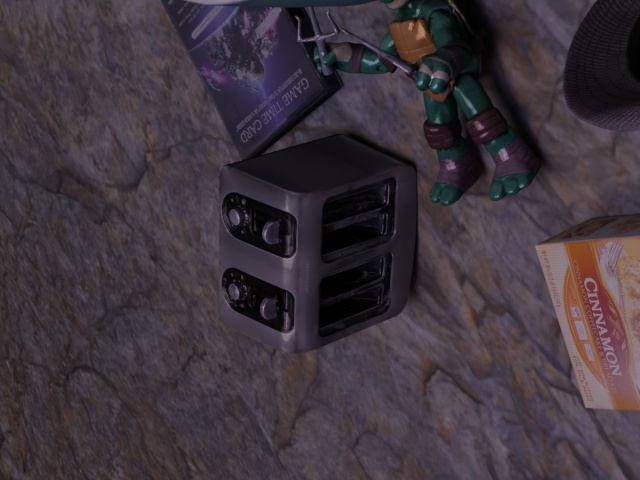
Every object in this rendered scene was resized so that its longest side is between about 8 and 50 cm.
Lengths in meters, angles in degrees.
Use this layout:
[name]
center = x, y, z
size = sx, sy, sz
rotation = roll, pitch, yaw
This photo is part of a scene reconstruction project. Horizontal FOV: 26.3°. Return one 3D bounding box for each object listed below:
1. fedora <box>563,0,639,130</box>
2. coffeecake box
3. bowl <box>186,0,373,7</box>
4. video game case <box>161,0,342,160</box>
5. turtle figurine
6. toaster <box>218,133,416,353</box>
[fedora]
center = 0.286, -0.122, 0.775
size = 0.275, 0.243, 0.124
rotation = -35, 112, 26
[coffeecake box]
center = 0.266, 0.053, 1.029
size = 0.185, 0.068, 0.142
rotation = -6, 105, 55
[bowl]
center = 0.010, -0.300, 1.015
size = 0.312, 0.163, 0.311
rotation = -12, 71, 39
[video game case]
center = -0.092, -0.235, 1.389
size = 0.274, 0.026, 0.196
rotation = 62, 147, 4
[turtle figurine]
center = 0.084, -0.141, 1.118
size = 0.234, 0.118, 0.175
rotation = 57, 167, -18
[toaster]
center = 0.000, 0.000, 1.288
size = 0.110, 0.186, 0.168
rotation = 26, 123, 41
